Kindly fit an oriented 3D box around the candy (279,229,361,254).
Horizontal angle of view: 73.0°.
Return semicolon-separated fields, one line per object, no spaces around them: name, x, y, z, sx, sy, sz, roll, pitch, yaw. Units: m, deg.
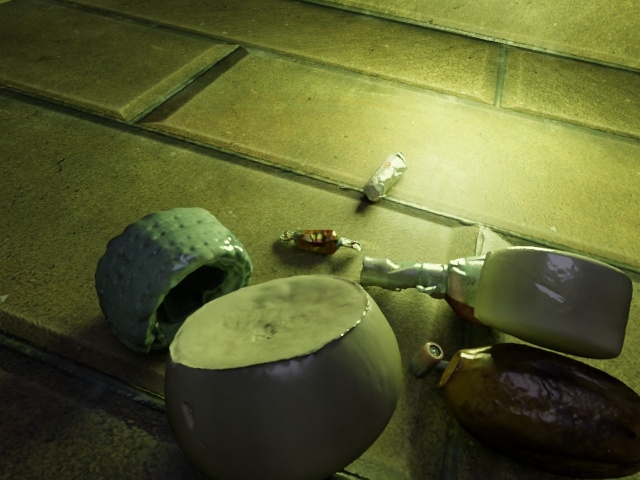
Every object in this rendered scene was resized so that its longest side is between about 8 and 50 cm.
candy;0.000;0.000;0.940;0.182;0.046;0.053;8;43;3

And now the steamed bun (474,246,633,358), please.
steamed bun;0.380;0.101;0.682;0.242;0.164;0.146;21;80;-30

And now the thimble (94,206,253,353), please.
thimble;-0.254;0.061;0.736;0.250;0.204;0.172;-41;61;-17

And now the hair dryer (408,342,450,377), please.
hair dryer;0.218;0.215;0.752;0.115;0.063;0.037;15;42;-14

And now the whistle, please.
whistle;0.252;0.086;0.845;0.347;0.133;0.142;7;48;13

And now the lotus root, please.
lotus root;0.328;0.241;0.655;0.291;0.193;0.193;12;45;9

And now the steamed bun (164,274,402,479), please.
steamed bun;-0.046;0.189;0.598;0.325;0.206;0.324;-10;16;3

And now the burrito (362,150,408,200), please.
burrito;0.170;-0.164;1.117;0.064;0.064;0.203;25;46;17
